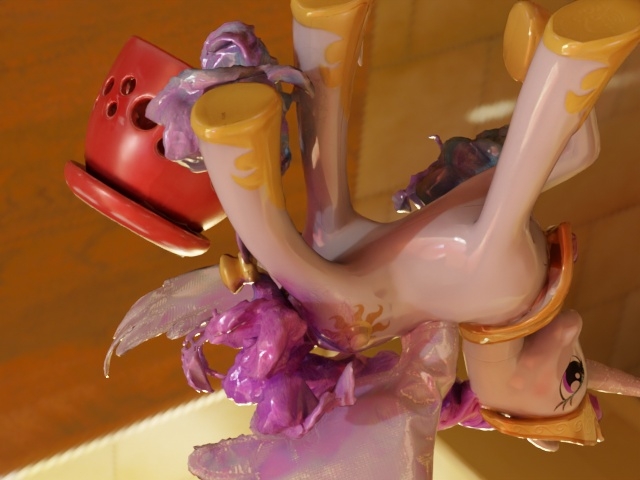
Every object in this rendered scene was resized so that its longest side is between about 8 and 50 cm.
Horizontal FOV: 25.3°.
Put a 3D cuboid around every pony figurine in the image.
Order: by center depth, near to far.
[{"bbox_3d":[0.027,0.033,0.821,0.351,0.303,0.363,-13,133,-2],"label":"pony figurine"}]

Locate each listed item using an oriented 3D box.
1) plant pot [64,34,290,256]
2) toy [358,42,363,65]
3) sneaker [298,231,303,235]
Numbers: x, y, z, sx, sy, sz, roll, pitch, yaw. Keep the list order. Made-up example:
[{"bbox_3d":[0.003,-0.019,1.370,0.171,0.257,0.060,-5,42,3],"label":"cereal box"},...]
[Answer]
[{"bbox_3d":[-0.151,-0.089,1.447,0.191,0.191,0.174,31,89,-50],"label":"plant pot"},{"bbox_3d":[0.022,-0.262,1.041,0.056,0.137,0.237,-10,136,16],"label":"toy"},{"bbox_3d":[0.000,0.000,1.527,0.083,0.031,0.035,22,85,-48],"label":"sneaker"}]
